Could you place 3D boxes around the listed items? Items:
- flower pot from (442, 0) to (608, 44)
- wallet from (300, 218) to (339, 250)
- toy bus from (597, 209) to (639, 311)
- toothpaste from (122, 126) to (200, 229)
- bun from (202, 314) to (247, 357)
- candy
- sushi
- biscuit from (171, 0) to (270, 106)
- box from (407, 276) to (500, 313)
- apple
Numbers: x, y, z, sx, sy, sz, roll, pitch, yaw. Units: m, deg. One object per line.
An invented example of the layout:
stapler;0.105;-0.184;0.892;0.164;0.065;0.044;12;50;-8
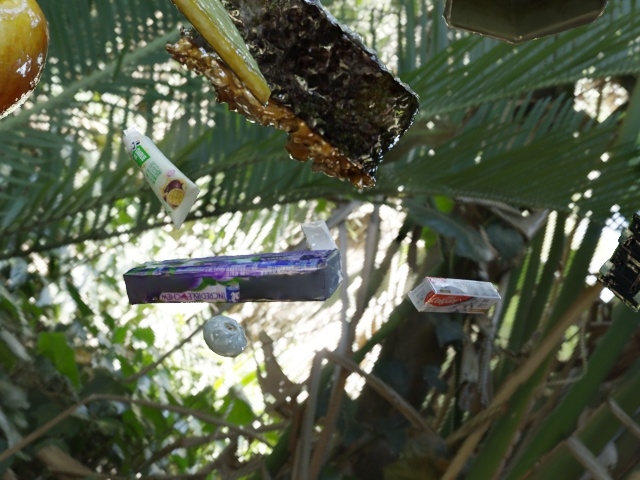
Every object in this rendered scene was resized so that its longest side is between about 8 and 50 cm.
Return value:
flower pot;0.256;-0.388;0.913;0.239;0.209;0.189;69;19;-74
wallet;0.000;0.000;1.157;0.011;0.044;0.083;99;-26;-48
toy bus;0.747;0.025;1.636;0.128;0.150;0.262;47;-25;28
toothpaste;-0.294;-0.124;1.315;0.314;0.056;0.058;44;-30;47
bun;-0.158;0.157;1.208;0.083;0.045;0.083;26;31;-17
candy;-0.126;0.054;1.027;0.088;0.313;0.061;-37;122;-69
sushi;-0.027;-0.236;1.058;0.349;0.207;0.234;38;4;-12
biscuit;-0.099;-0.191;0.546;0.139;0.016;0.231;46;10;-34
box;0.254;0.104;1.353;0.218;0.055;0.039;8;44;-45
apple;-0.360;-0.194;0.716;0.160;0.173;0.195;29;34;-36
